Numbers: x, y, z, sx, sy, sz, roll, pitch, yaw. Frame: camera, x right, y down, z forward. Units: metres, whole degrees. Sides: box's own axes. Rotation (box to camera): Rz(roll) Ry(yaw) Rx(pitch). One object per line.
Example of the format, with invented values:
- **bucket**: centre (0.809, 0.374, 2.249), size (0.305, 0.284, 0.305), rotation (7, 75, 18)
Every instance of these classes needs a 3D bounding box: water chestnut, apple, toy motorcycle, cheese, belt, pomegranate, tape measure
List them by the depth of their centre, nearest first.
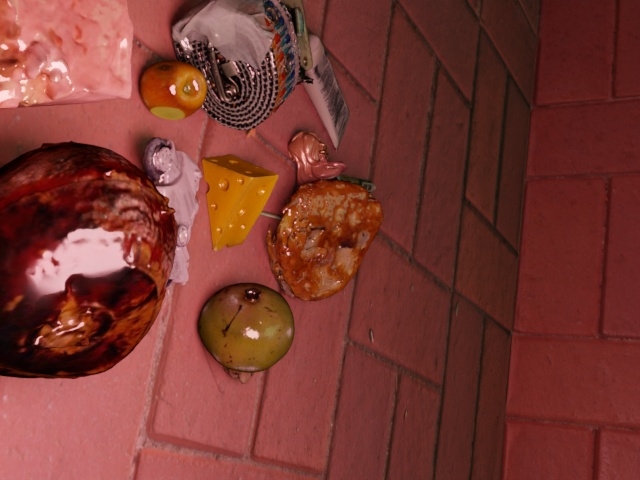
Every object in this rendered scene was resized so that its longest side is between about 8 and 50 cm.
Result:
- **water chestnut**: centre (-0.361, 0.013, 1.062), size (0.350, 0.302, 0.350), rotation (-32, 148, -22)
- **toy motorcycle**: centre (-0.258, -0.051, 1.402), size (0.171, 0.110, 0.260), rotation (-28, 118, -69)
- **apple**: centre (-0.255, -0.267, 1.407), size (0.114, 0.102, 0.099), rotation (31, 64, -54)
- **belt**: centre (-0.148, -0.342, 1.492), size (0.150, 0.207, 0.258), rotation (-57, 143, -47)
- **pomegranate**: centre (-0.131, 0.183, 1.533), size (0.179, 0.179, 0.211), rotation (-56, 135, -44)
- **cheese**: centre (-0.171, -0.066, 1.583), size (0.093, 0.126, 0.171), rotation (-19, 126, -57)
- **tape measure**: centre (-0.099, -0.425, 1.669), size (0.207, 0.115, 0.235), rotation (-34, 118, -58)

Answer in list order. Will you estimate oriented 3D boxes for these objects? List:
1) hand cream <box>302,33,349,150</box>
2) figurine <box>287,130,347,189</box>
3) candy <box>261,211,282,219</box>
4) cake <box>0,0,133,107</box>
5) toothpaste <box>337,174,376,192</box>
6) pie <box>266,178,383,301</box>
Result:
- **hand cream**: centre (0.001, -0.364, 1.901), size (0.341, 0.077, 0.124), rotation (62, 38, -50)
- **figurine**: centre (-0.012, -0.172, 1.811), size (0.114, 0.126, 0.157), rotation (-124, -169, -57)
- **candy**: centre (-0.069, -0.042, 1.782), size (0.201, 0.060, 0.061), rotation (17, 75, -50)
- **cake**: centre (-0.413, -0.299, 0.962), size (0.306, 0.293, 0.314), rotation (-6, 101, -57)
- **toothpaste**: centre (0.086, -0.141, 2.054), size (0.204, 0.031, 0.049), rotation (2, 87, -57)
- **pie**: centre (0.001, 0.000, 1.770), size (0.308, 0.085, 0.308), rotation (-19, 122, -33)
